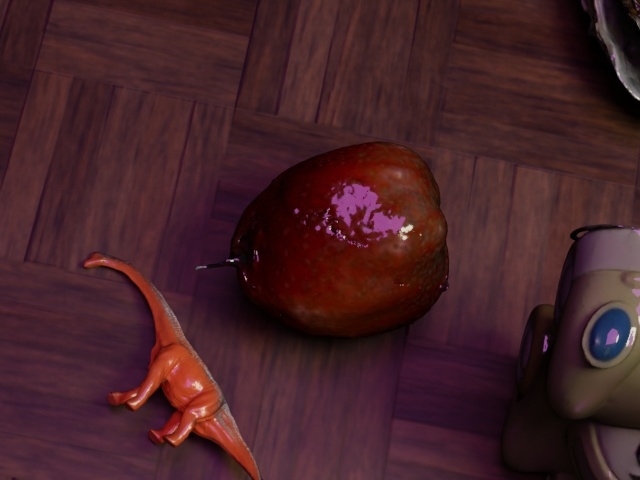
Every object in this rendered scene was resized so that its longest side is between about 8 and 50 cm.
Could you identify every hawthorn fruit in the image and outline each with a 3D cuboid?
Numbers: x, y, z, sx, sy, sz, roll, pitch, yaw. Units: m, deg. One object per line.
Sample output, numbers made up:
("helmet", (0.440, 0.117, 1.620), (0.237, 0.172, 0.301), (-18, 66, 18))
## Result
("hawthorn fruit", (0.000, 0.000, 1.443), (0.235, 0.181, 0.181), (-6, 68, -13))

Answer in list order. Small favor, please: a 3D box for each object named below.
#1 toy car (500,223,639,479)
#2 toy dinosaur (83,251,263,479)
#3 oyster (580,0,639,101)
("toy car", (0.279, 0.148, 1.323), (0.242, 0.336, 0.226), (13, 68, -1))
("toy dinosaur", (-0.140, 0.121, 1.447), (0.101, 0.055, 0.279), (-35, 73, -28))
("oyster", (0.326, -0.283, 1.629), (0.162, 0.158, 0.351), (15, 48, -46))
